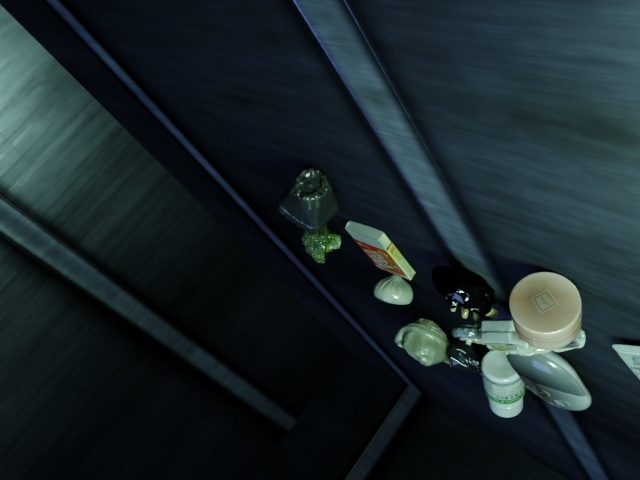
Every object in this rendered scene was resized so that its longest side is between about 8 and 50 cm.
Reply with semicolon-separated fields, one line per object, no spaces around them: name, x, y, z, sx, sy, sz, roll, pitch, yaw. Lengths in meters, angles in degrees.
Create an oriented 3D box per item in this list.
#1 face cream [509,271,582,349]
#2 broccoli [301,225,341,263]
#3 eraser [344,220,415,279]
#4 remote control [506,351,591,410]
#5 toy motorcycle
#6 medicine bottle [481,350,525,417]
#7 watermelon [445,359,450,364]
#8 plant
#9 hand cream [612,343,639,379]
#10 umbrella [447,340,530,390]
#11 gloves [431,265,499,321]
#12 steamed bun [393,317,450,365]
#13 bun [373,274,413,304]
face cream;0.500;0.157;1.369;0.149;0.149;0.104;28;165;33
broccoli;0.000;0.000;2.161;0.138;0.145;0.162;7;151;-6
eraser;0.191;0.032;1.964;0.157;0.038;0.230;22;161;47
remote control;0.679;0.406;1.838;0.221;0.103;0.332;14;152;50
toy motorcycle;0.528;0.254;1.632;0.223;0.107;0.341;13;166;-30
medicine bottle;0.614;0.481;2.063;0.139;0.139;0.236;26;146;39
watermelon;0.506;0.448;2.453;0.119;0.063;0.245;40;166;-36
plant;-0.038;-0.114;1.843;0.164;0.141;0.256;33;162;10
hand cream;0.797;0.346;1.394;0.314;0.089;0.140;45;164;-12
umbrella;0.618;0.461;2.213;0.340;0.118;0.118;22;161;23
gloves;0.402;0.151;1.672;0.203;0.124;0.164;26;-173;-42
steamed bun;0.397;0.369;2.346;0.218;0.144;0.211;6;-161;-44
bun;0.255;0.161;2.121;0.138;0.094;0.138;11;-168;-2
